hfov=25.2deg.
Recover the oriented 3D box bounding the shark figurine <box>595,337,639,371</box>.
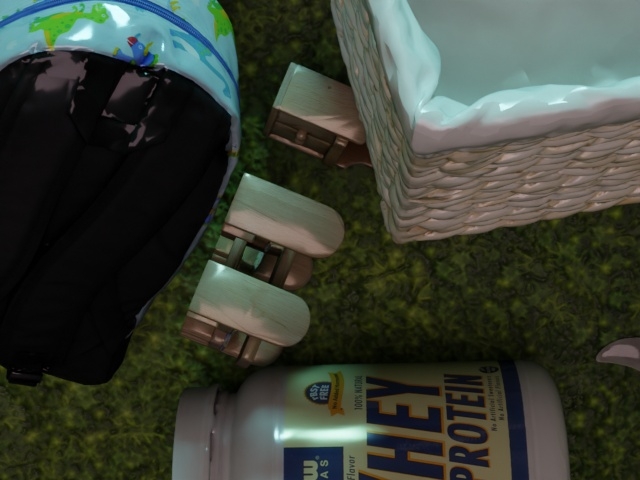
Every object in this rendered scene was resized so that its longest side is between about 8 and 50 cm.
[{"bbox_3d":[0.341,0.187,1.299,0.166,0.116,0.278,-3,103,4],"label":"shark figurine"}]

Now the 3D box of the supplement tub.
[{"bbox_3d":[0.044,0.223,1.250,0.325,0.235,0.235,-2,105,2],"label":"supplement tub"}]

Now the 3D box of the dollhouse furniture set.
[{"bbox_3d":[0.000,0.000,1.208,0.161,0.212,0.242,22,78,-3],"label":"dollhouse furniture set"}]

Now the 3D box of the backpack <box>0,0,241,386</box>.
[{"bbox_3d":[-0.211,-0.073,1.152,0.290,0.273,0.355,21,145,-20],"label":"backpack"}]

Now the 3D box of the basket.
[{"bbox_3d":[0.175,-0.201,1.045,0.331,0.266,0.328,-12,73,-4],"label":"basket"}]
